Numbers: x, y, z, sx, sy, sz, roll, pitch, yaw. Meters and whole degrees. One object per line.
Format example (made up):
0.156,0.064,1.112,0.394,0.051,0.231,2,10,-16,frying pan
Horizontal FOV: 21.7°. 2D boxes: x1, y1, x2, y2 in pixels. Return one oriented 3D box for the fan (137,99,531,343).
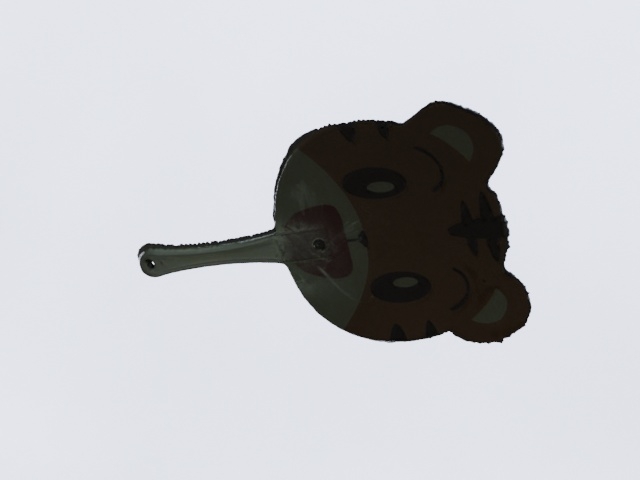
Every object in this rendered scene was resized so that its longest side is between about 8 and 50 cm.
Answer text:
0.000,0.000,0.927,0.226,0.008,0.152,-6,-60,19,fan
